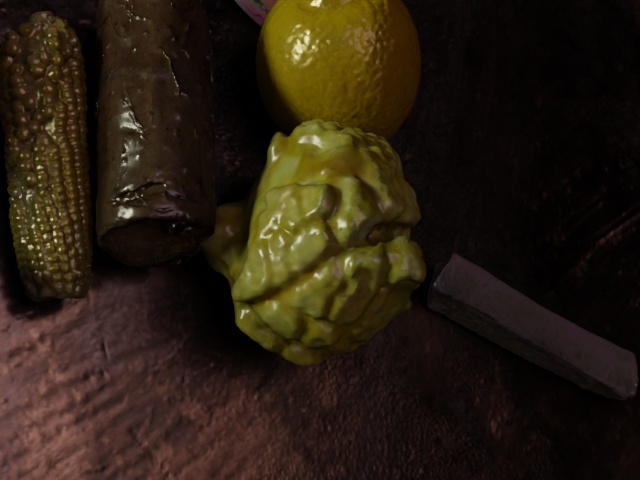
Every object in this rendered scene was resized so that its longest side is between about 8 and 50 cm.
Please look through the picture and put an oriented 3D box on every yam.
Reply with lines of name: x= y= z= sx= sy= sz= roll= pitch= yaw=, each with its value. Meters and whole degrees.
yam: x=-0.164 y=-0.121 z=0.999 sx=0.131 sy=0.131 sz=0.280 roll=9 pitch=64 yaw=-31

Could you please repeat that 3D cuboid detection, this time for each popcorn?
popcorn: x=0.000 y=0.000 z=1.013 sx=0.195 sy=0.255 sz=0.256 roll=20 pitch=76 yaw=-42

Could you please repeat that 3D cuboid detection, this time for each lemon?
lemon: x=0.021 y=-0.193 z=1.116 sx=0.187 sy=0.244 sz=0.187 roll=-1 pitch=40 yaw=1

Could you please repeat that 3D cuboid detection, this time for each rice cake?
rice cake: x=0.273 y=0.117 z=1.270 sx=0.365 sy=0.056 sz=0.073 roll=27 pitch=62 yaw=-24

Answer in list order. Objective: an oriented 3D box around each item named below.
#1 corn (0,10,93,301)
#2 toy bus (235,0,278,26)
corn: x=-0.265 y=-0.082 z=0.962 sx=0.086 sy=0.086 sz=0.288 roll=1 pitch=77 yaw=-33
toy bus: x=-0.011 y=-0.386 z=1.213 sx=0.090 sy=0.112 sz=0.274 roll=44 pitch=56 yaw=-23
